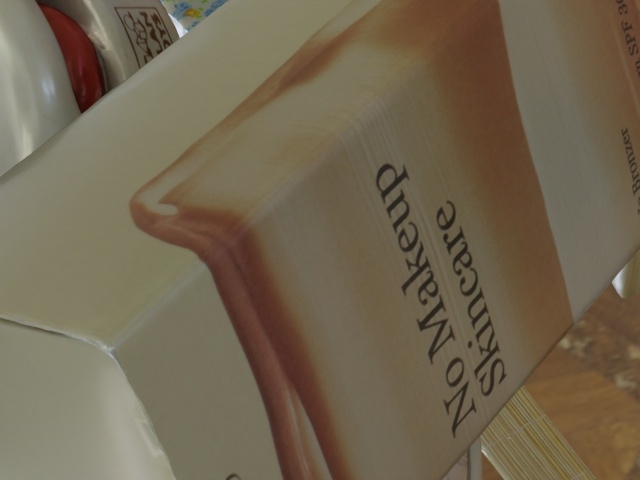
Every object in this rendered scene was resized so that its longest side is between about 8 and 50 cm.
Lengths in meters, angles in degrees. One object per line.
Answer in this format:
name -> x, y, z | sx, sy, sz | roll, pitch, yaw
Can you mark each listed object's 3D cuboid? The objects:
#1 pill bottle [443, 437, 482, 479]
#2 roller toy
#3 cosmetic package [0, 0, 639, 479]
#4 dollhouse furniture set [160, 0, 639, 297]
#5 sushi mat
pill bottle -> 0.003, 0.125, 0.975 | 0.160, 0.087, 0.087 | -5, 94, 20
roller toy -> -0.156, -0.050, 0.800 | 0.209, 0.146, 0.191 | 25, 107, 23
cosmetic package -> 0.000, 0.000, 0.659 | 0.129, 0.296, 0.153 | 8, 131, 41
dollhouse furniture set -> 0.128, -0.182, 1.065 | 0.362, 0.394, 0.256 | 50, 155, 37
sushi mat -> 0.220, 0.227, 1.640 | 0.019, 0.151, 0.316 | -44, 78, 29
